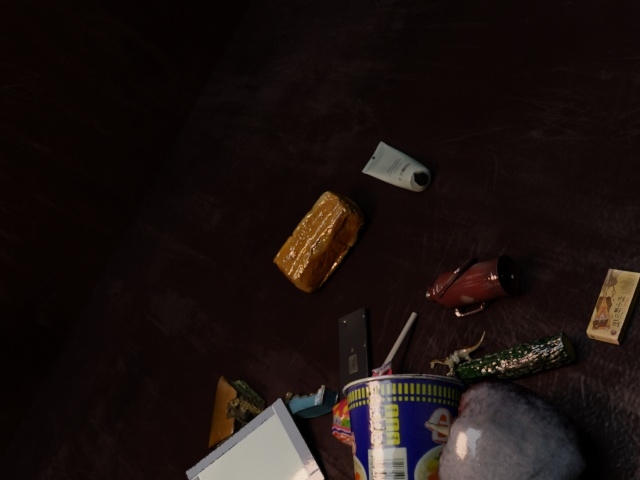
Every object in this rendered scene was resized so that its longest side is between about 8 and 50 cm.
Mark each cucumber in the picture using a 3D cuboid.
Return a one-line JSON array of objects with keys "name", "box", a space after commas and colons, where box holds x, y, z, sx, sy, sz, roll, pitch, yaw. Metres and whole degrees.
[{"name": "cucumber", "box": [0.395, 0.260, 1.639, 0.293, 0.067, 0.067, -26, 46, 40]}]

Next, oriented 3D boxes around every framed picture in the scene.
[{"name": "framed picture", "box": [-0.175, 0.609, 2.009, 0.347, 0.016, 0.265, -40, 55, 6]}]

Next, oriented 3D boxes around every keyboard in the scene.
[{"name": "keyboard", "box": [0.088, 0.325, 2.009, 0.106, 0.027, 0.317, -28, 45, 32]}]

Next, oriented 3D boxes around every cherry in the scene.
[{"name": "cherry", "box": [0.341, 0.389, 1.448, 0.296, 0.218, 0.255, 12, 49, 24]}]

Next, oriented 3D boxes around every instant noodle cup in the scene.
[{"name": "instant noodle cup", "box": [0.181, 0.461, 1.609, 0.284, 0.284, 0.312, -22, 56, 42]}]

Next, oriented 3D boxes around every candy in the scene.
[{"name": "candy", "box": [0.147, 0.327, 1.870, 0.124, 0.124, 0.365, 2, 52, 52]}]

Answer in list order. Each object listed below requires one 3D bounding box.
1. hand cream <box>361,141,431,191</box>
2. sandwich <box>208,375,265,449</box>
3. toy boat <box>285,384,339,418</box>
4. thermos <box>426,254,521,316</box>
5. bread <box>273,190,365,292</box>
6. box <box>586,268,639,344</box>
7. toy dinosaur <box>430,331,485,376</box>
[{"name": "hand cream", "box": [0.214, -0.210, 2.234, 0.109, 0.067, 0.321, -58, 30, 3]}, {"name": "sandwich", "box": [-0.237, 0.480, 2.218, 0.128, 0.122, 0.235, -34, 41, 35]}, {"name": "toy boat", "box": [-0.029, 0.417, 2.043, 0.185, 0.075, 0.077, -30, 46, 43]}, {"name": "thermos", "box": [0.341, 0.109, 1.798, 0.232, 0.099, 0.124, -22, 87, 43]}, {"name": "bread", "box": [0.000, 0.000, 2.271, 0.294, 0.132, 0.167, -53, 35, 7]}, {"name": "box", "box": [0.582, 0.129, 1.537, 0.073, 0.020, 0.149, 9, 72, 53]}, {"name": "toy dinosaur", "box": [0.313, 0.267, 1.759, 0.180, 0.037, 0.058, -32, 47, 35]}]
